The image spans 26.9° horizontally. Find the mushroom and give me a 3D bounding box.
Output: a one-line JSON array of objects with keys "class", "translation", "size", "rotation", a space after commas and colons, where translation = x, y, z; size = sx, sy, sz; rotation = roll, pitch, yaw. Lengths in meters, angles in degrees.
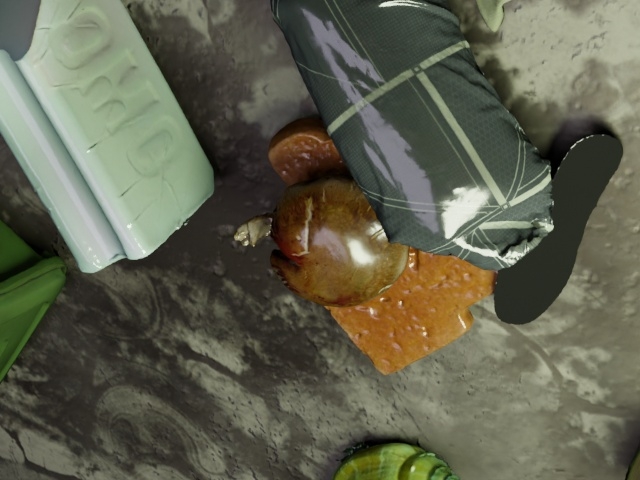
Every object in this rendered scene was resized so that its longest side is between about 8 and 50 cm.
[{"class": "mushroom", "translation": [-0.001, 0.001, 1.285], "size": [0.170, 0.080, 0.135], "rotation": [4, 109, 20]}]

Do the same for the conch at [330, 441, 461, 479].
[{"class": "conch", "translation": [0.088, 0.270, 1.480], "size": [0.201, 0.079, 0.095], "rotation": [2, 102, 37]}]

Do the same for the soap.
[{"class": "soap", "translation": [-0.230, -0.133, 1.324], "size": [0.095, 0.173, 0.289], "rotation": [-17, 110, 33]}]

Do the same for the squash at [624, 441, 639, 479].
[{"class": "squash", "translation": [0.395, 0.253, 1.295], "size": [0.188, 0.095, 0.095], "rotation": [25, 128, 8]}]

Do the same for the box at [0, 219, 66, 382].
[{"class": "box", "translation": [-0.471, 0.105, 1.570], "size": [0.178, 0.253, 0.329], "rotation": [49, 130, 10]}]

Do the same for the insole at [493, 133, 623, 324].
[{"class": "insole", "translation": [0.217, -0.006, 1.247], "size": [0.080, 0.003, 0.232], "rotation": [4, 129, -20]}]

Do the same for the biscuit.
[{"class": "biscuit", "translation": [0.077, 0.000, 1.326], "size": [0.284, 0.043, 0.306], "rotation": [14, 123, 17]}]

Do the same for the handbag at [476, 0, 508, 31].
[{"class": "handbag", "translation": [0.209, -0.326, 0.986], "size": [0.316, 0.109, 0.253], "rotation": [-23, 113, 24]}]

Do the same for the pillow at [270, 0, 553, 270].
[{"class": "pillow", "translation": [0.083, -0.122, 1.179], "size": [0.161, 0.092, 0.335], "rotation": [-29, 92, 4]}]
